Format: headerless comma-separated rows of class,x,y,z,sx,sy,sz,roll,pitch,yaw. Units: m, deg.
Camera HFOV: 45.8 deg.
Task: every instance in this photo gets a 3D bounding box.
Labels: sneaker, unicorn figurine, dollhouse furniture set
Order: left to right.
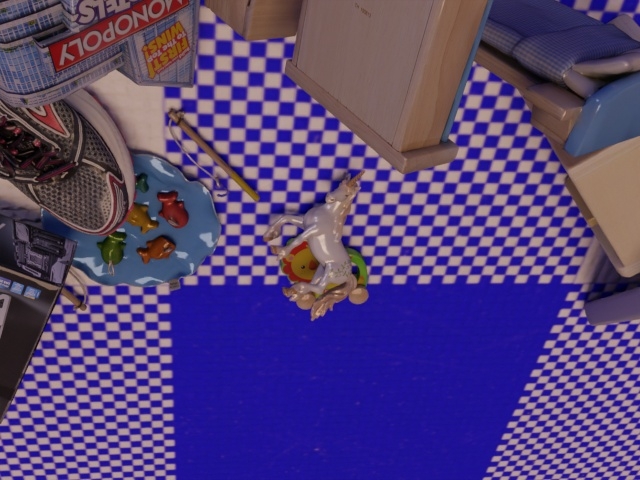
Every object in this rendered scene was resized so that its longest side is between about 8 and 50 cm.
sneaker,-0.275,-0.104,0.642,0.121,0.112,0.299,-26,128,15
unicorn figurine,0.000,0.000,0.813,0.111,0.060,0.162,-24,128,-12
dollhouse furniture set,0.122,-0.219,0.554,0.303,0.286,0.198,-16,137,-34

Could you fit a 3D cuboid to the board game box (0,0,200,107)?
board game box,-0.164,-0.181,0.580,0.194,0.060,0.194,-40,151,-28

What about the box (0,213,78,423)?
box,-0.436,0.049,0.766,0.307,0.076,0.242,23,125,-18

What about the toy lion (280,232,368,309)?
toy lion,0.004,0.031,0.871,0.100,0.034,0.096,-5,125,-5

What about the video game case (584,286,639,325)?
video game case,0.471,0.036,0.816,0.300,0.036,0.329,-14,170,4

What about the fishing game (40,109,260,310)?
fishing game,-0.199,-0.010,0.795,0.264,0.041,0.189,-27,127,16

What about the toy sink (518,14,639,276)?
toy sink,0.309,-0.069,0.744,0.131,0.153,0.234,-31,130,19
